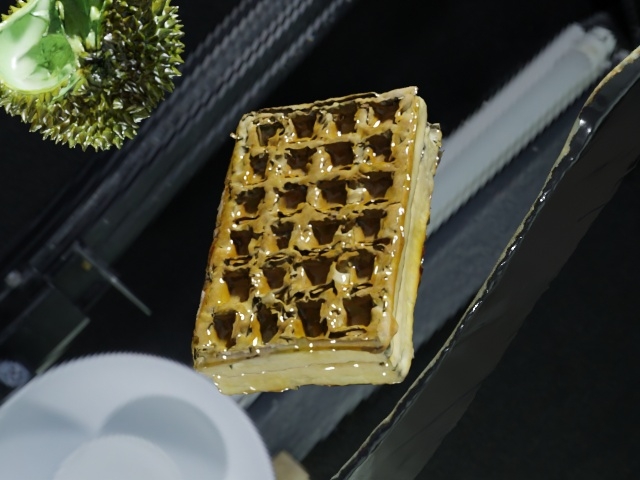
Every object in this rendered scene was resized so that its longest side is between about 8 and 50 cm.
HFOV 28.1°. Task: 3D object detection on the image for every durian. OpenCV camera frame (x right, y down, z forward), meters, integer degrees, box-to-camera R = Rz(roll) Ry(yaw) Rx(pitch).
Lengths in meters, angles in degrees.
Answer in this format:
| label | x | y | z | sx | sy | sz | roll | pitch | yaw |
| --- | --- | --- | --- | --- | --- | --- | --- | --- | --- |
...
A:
| label | x | y | z | sx | sy | sz | roll | pitch | yaw |
| --- | --- | --- | --- | --- | --- | --- | --- | --- | --- |
| durian | -0.248 | -0.206 | 1.380 | 0.176 | 0.200 | 0.237 | 44 | -126 | -39 |

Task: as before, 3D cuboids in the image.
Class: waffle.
| label | x | y | z | sx | sy | sz | roll | pitch | yaw |
| --- | --- | --- | --- | --- | --- | --- | --- | --- | --- |
| waffle | 0.000 | -0.001 | 1.243 | 0.091 | 0.213 | 0.308 | 53 | -142 | -47 |

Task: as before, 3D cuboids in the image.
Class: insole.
| label | x | y | z | sx | sy | sz | roll | pitch | yaw |
| --- | --- | --- | --- | --- | --- | --- | --- | --- | --- |
| insole | 0.054 | 0.054 | 0.527 | 0.119 | 0.009 | 0.348 | -20 | -34 | -52 |
